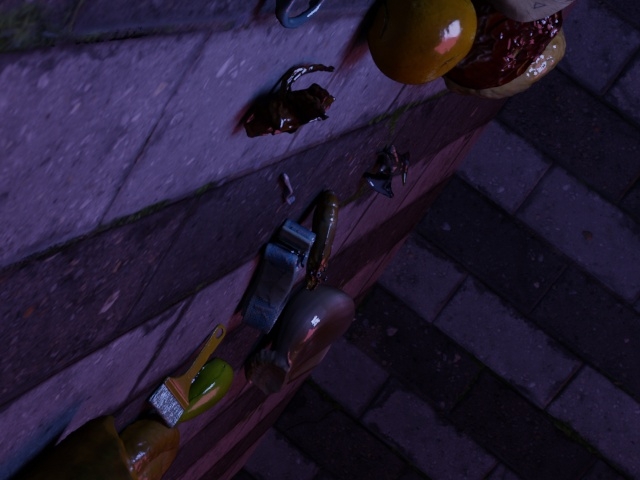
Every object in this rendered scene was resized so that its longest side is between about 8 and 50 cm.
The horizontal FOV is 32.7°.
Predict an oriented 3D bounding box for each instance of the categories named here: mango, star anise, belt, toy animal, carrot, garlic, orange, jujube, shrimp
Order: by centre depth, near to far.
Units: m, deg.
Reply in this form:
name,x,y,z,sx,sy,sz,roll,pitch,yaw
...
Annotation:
name,x,y,z,sx,sy,sz,roll,pitch,yaw
star anise,-0.021,-0.172,1.318,0.097,0.070,0.190,-26,-173,30
carrot,-0.351,0.423,1.427,0.340,0.241,0.241,-41,166,-45
orange,0.135,-0.287,1.476,0.154,0.134,0.155,-27,163,-9
jujube,0.288,-0.339,1.777,0.236,0.168,0.168,-20,-160,48
belt,-0.078,0.070,1.952,0.087,0.072,0.302,-54,173,-36
shrimp,0.000,0.000,1.960,0.101,0.042,0.190,149,-47,-69
mango,-0.228,0.290,2.061,0.165,0.074,0.091,-47,172,-27
toy animal,0.153,-0.157,2.277,0.202,0.070,0.105,-27,135,-62
garlic,-0.034,0.217,2.585,0.325,0.132,0.279,-42,168,-37

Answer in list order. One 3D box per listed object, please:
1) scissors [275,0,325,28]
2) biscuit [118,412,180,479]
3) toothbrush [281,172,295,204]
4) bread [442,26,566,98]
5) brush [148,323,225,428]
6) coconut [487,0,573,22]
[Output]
name,x,y,z,sx,sy,sz,roll,pitch,yaw
scissors,0.047,-0.317,1.141,0.289,0.041,0.138,-43,160,-43
biscuit,-0.335,0.415,1.963,0.213,0.091,0.274,-40,163,-47
toothbrush,-0.052,-0.078,1.692,0.017,0.014,0.162,-37,170,-4
bread,0.319,-0.355,1.978,0.244,0.134,0.244,-26,-149,17
brush,-0.225,0.229,1.931,0.205,0.011,0.083,-55,135,-29
coconut,0.306,-0.421,1.576,0.224,0.224,0.224,-50,171,-11
